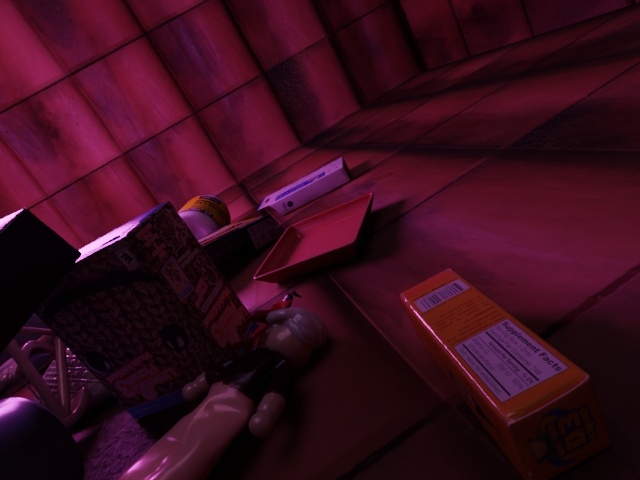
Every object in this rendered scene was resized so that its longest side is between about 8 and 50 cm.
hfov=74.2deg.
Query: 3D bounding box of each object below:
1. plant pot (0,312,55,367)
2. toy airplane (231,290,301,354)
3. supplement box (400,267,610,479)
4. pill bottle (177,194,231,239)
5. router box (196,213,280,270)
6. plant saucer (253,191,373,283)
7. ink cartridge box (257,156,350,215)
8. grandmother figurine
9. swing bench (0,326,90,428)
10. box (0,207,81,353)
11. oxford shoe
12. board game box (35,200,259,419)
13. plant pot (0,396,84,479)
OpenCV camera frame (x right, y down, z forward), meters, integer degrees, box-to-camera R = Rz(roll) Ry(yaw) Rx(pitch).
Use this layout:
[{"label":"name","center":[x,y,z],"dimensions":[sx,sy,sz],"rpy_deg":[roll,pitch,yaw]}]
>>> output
[{"label":"plant pot","center":[-0.958,0.255,1.373],"dimensions":[0.334,0.341,0.341],"rpy_deg":[-27,18,-15]},{"label":"toy airplane","center":[-0.085,0.139,0.690],"dimensions":[0.151,0.151,0.028],"rpy_deg":[-37,58,-17]},{"label":"supplement box","center":[0.160,0.112,0.420],"dimensions":[0.080,0.078,0.233],"rpy_deg":[-27,20,1]},{"label":"pill bottle","center":[-0.432,-0.057,1.547],"dimensions":[0.188,0.188,0.334],"rpy_deg":[-28,19,7]},{"label":"router box","center":[-0.310,0.027,1.237],"dimensions":[0.243,0.081,0.309],"rpy_deg":[-8,17,48]},{"label":"plant saucer","center":[0.000,0.000,0.984],"dimensions":[0.258,0.048,0.259],"rpy_deg":[-21,20,26]},{"label":"ink cartridge box","center":[-0.055,-0.179,1.492],"dimensions":[0.332,0.065,0.165],"rpy_deg":[-25,20,12]},{"label":"grandmother figurine","center":[-0.113,0.210,0.556],"dimensions":[0.208,0.104,0.342],"rpy_deg":[7,36,41]},{"label":"swing bench","center":[-0.594,0.315,0.785],"dimensions":[0.253,0.255,0.165],"rpy_deg":[-38,-22,3]},{"label":"box","center":[-0.467,0.097,0.538],"dimensions":[0.184,0.103,0.261],"rpy_deg":[-11,41,28]},{"label":"oxford shoe","center":[-0.410,0.227,0.917],"dimensions":[0.449,0.130,0.169],"rpy_deg":[-42,60,-4]},{"label":"board game box","center":[-0.286,0.123,0.717],"dimensions":[0.232,0.291,0.141],"rpy_deg":[-25,21,17]},{"label":"plant pot","center":[-0.456,0.340,0.511],"dimensions":[0.271,0.272,0.255],"rpy_deg":[-23,6,21]}]
